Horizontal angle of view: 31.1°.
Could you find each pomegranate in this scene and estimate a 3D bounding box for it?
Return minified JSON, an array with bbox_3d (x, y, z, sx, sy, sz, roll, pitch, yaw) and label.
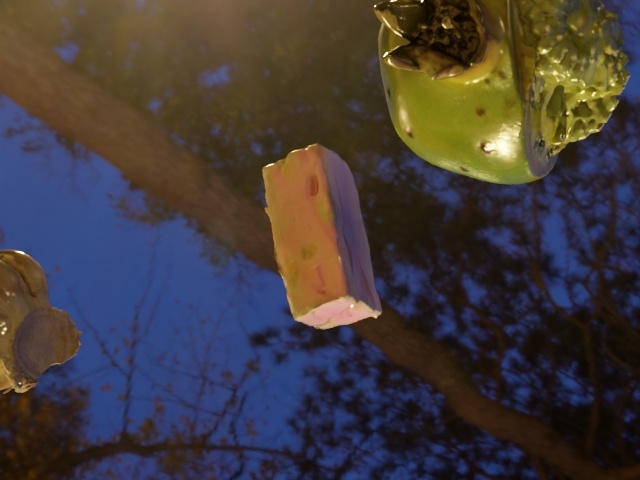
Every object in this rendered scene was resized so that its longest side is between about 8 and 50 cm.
[{"bbox_3d":[0.165,-0.190,1.160,0.260,0.341,0.260,-4,-98,34],"label":"pomegranate"}]

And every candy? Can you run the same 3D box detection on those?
[{"bbox_3d":[0.000,0.000,1.789,0.116,0.155,0.265,-17,-110,16],"label":"candy"}]

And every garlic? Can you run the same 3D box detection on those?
[{"bbox_3d":[-0.326,0.073,1.085,0.194,0.127,0.131,1,-139,46],"label":"garlic"}]
